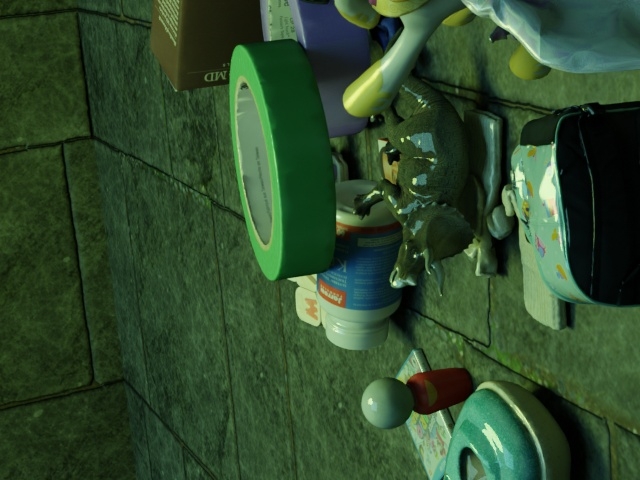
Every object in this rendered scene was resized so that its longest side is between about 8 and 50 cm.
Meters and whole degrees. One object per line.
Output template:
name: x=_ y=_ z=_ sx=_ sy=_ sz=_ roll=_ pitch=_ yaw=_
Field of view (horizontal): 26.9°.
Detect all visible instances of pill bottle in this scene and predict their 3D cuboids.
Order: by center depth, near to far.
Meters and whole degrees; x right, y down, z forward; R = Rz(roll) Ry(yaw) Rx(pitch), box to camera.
pill bottle: x=0.056 y=0.038 z=1.871 sx=0.124 sy=0.124 sz=0.221 roll=-133 pitch=39 yaw=-53

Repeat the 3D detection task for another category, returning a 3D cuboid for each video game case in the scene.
video game case: x=0.150 y=0.251 z=1.888 sx=0.119 sy=0.015 sz=0.166 roll=114 pitch=140 yaw=-54

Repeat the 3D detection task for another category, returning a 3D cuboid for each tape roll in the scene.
tape roll: x=-0.055 y=-0.108 z=1.807 sx=0.321 sy=0.077 sz=0.321 roll=171 pitch=90 yaw=-77
tape roll: x=-0.010 y=-0.277 z=1.870 sx=0.275 sy=0.090 sz=0.275 roll=169 pitch=90 yaw=-78

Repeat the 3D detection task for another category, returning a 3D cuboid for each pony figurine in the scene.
pony figurine: x=0.168 y=-0.250 z=1.252 sx=0.363 sy=0.351 sz=0.303 roll=89 pitch=169 yaw=-76

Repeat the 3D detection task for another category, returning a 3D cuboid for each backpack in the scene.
backpack: x=0.270 y=-0.029 z=1.257 sx=0.144 sy=0.166 sz=0.188 roll=162 pitch=100 yaw=-69

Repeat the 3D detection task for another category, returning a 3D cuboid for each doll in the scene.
doll: x=0.080 y=-0.296 z=1.756 sx=0.129 sy=0.046 sz=0.189 roll=100 pitch=158 yaw=-61

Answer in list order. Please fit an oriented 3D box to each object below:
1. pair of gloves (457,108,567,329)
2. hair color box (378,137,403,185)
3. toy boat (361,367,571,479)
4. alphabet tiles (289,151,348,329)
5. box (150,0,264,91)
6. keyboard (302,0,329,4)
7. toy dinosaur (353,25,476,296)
pair of gloves: x=0.216 y=-0.028 z=1.560 sx=0.240 sy=0.042 sz=0.204 roll=-133 pitch=38 yaw=-55
hair color box: x=0.126 y=-0.094 z=1.743 sx=0.141 sy=0.043 sz=0.072 roll=-159 pitch=60 yaw=-65
toy boat: x=0.176 y=0.267 z=1.653 sx=0.318 sy=0.148 sz=0.267 roll=-130 pitch=36 yaw=-50
alphabet tiles: x=0.000 y=0.000 z=2.048 sx=0.278 sy=0.021 sz=0.284 roll=19 pitch=116 yaw=53
box: x=-0.147 y=-0.428 z=2.057 sx=0.381 sy=0.191 sz=0.143 roll=100 pitch=150 yaw=-42
keyboard: x=0.026 y=-0.391 z=1.739 sx=0.192 sy=0.100 sz=0.038 roll=-67 pitch=-15 yaw=-4
toy dinosaur: x=0.126 y=-0.094 z=1.609 sx=0.160 sy=0.121 sz=0.313 roll=6 pitch=88 yaw=45
